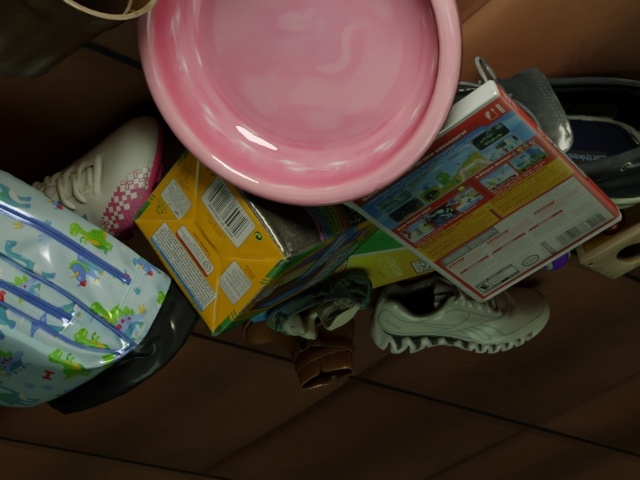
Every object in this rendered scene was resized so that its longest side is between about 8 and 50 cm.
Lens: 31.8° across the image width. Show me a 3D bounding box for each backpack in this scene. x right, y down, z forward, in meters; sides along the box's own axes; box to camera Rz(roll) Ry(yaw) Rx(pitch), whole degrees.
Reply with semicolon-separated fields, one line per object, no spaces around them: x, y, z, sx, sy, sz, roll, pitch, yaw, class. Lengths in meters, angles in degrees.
-0.369;0.057;1.312;0.290;0.273;0.355;-23;114;43;backpack

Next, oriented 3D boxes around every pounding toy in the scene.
0.445;-0.034;1.520;0.094;0.181;0.206;23;137;-38;pounding toy

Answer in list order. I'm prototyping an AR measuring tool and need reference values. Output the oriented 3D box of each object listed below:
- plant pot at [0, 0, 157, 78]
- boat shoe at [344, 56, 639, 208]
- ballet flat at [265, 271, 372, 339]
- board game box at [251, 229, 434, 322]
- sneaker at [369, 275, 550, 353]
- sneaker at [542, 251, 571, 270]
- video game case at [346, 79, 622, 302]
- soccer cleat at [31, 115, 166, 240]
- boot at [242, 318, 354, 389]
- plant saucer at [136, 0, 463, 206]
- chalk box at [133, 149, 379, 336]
-0.263;-0.245;1.074;0.167;0.167;0.165;20;146;-36;plant pot
0.220;-0.125;1.338;0.500;0.187;0.156;-1;146;-22;boat shoe
-0.005;0.107;1.631;0.188;0.070;0.070;-30;141;31;ballet flat
0.000;0.000;1.586;0.316;0.064;0.242;-17;146;14;board game box
0.225;0.110;1.778;0.292;0.110;0.118;-5;138;-6;sneaker
0.218;-0.004;1.513;0.293;0.146;0.102;33;164;-34;sneaker
0.184;-0.042;1.250;0.204;0.025;0.285;-34;136;23;video game case
-0.303;-0.044;1.405;0.143;0.116;0.331;12;142;-26;soccer cleat
-0.036;0.166;1.753;0.197;0.152;0.073;-25;144;25;boot
-0.018;-0.201;1.129;0.332;0.084;0.332;6;115;14;plant saucer
-0.041;-0.043;1.355;0.289;0.180;0.179;-24;164;-48;chalk box
